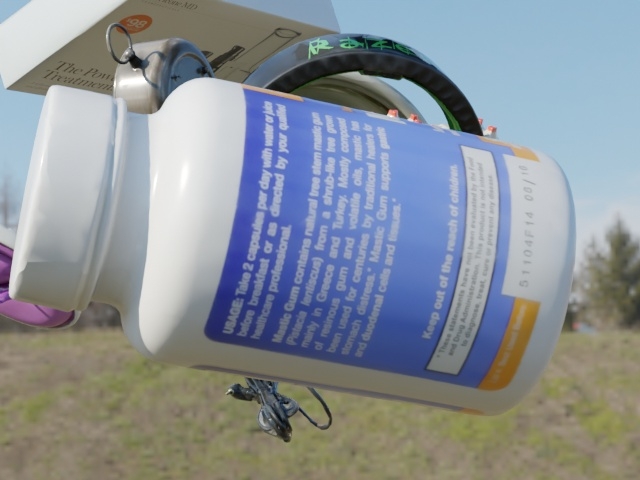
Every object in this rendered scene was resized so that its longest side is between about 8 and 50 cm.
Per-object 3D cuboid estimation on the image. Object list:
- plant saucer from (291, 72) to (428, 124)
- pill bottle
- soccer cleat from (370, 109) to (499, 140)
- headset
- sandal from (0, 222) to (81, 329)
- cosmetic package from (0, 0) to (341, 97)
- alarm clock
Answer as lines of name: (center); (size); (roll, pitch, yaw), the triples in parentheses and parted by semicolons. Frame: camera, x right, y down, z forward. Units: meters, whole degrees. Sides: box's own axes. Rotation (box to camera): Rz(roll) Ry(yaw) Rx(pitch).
plant saucer: (-0.011, -0.111, 2.220); (0.400, 0.400, 0.100); (-2, 31, 1)
pill bottle: (-0.018, -0.001, 0.742); (0.272, 0.152, 0.152); (12, -10, -14)
soccer cleat: (0.127, -0.109, 1.678); (0.196, 0.076, 0.068); (2, 23, -28)
headset: (0.000, 0.000, 1.272); (0.243, 0.394, 0.185); (7, 23, -17)
sandal: (-0.508, 0.014, 1.849); (0.416, 0.102, 0.169); (37, -40, -17)
cosmetic package: (-0.199, -0.278, 1.877); (0.284, 0.097, 0.377); (-30, -20, 33)
alarm clock: (-0.155, -0.145, 1.377); (0.064, 0.129, 0.192); (-6, -34, 28)
